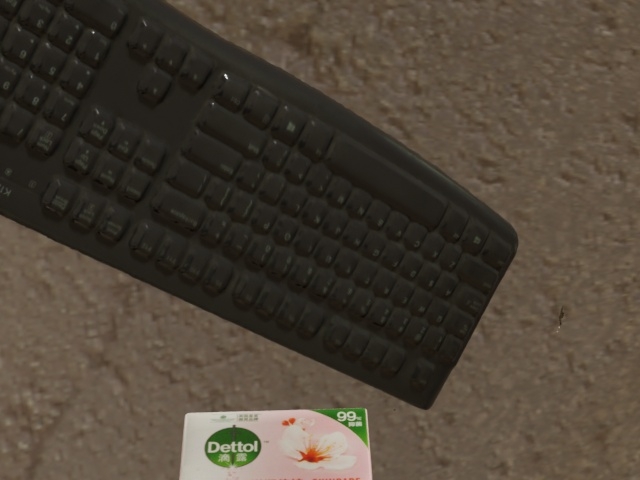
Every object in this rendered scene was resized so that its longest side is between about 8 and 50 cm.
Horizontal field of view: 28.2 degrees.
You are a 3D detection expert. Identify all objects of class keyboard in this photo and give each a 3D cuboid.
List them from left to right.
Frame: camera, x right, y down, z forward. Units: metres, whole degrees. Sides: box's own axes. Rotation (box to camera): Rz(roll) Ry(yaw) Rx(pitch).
[{"bbox_3d":[0.008,0.005,0.528,0.041,0.381,0.103,30,91,46],"label":"keyboard"}]

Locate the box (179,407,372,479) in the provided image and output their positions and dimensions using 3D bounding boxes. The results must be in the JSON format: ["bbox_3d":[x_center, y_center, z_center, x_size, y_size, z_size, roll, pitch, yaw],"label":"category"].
[{"bbox_3d":[-0.028,0.155,0.829,0.125,0.089,0.043,-2,126,-2],"label":"box"}]
